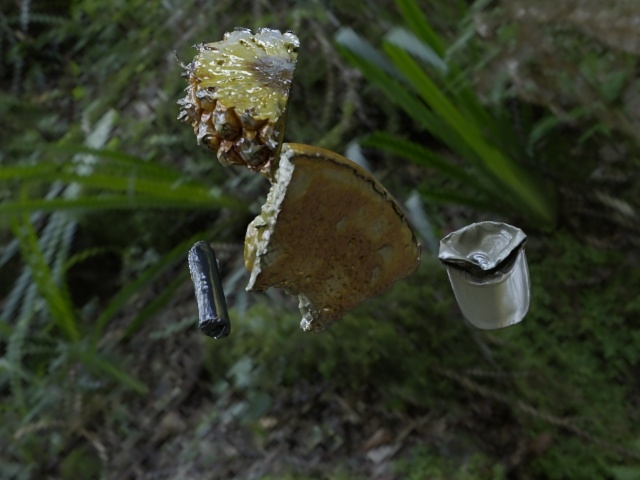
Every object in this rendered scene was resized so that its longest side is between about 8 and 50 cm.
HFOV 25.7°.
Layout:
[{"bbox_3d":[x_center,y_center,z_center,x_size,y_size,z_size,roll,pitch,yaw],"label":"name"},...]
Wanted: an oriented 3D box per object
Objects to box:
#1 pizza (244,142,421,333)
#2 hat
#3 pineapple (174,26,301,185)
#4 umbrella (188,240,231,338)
[{"bbox_3d":[0.000,0.000,1.882,0.223,0.323,0.089,-49,43,2],"label":"pizza"},{"bbox_3d":[0.315,0.067,2.632,0.166,0.173,0.144,-11,24,7],"label":"hat"},{"bbox_3d":[-0.096,-0.157,1.508,0.233,0.135,0.079,-86,7,-55],"label":"pineapple"},{"bbox_3d":[-0.119,0.050,1.474,0.031,0.036,0.133,-22,42,6],"label":"umbrella"}]
